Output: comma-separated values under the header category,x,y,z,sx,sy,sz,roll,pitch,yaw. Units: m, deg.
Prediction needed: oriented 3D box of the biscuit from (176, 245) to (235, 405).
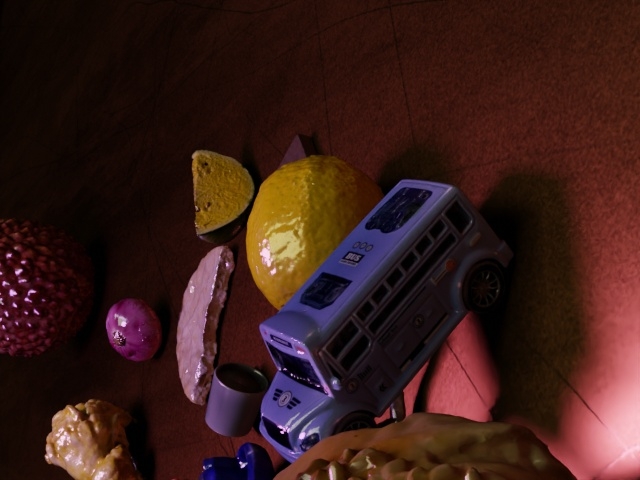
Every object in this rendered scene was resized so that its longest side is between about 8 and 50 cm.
category,x,y,z,sx,sy,sz,roll,pitch,yaw
biscuit,-0.193,0.127,1.598,0.133,0.032,0.250,10,90,61

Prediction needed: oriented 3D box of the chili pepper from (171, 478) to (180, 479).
category,x,y,z,sx,sy,sz,roll,pitch,yaw
chili pepper,-0.198,0.449,1.474,0.071,0.063,0.272,-50,36,23

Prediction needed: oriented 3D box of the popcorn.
category,x,y,z,sx,sy,sz,roll,pitch,yaw
popcorn,-0.391,0.381,1.758,0.195,0.173,0.168,52,169,23

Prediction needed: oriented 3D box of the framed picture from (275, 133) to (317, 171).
category,x,y,z,sx,sy,sz,roll,pitch,yaw
framed picture,-0.031,-0.045,1.373,0.128,0.023,0.168,-58,35,35

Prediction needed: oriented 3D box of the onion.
category,x,y,z,sx,sy,sz,roll,pitch,yaw
onion,-0.327,0.157,1.777,0.115,0.104,0.115,9,112,24

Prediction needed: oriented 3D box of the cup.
category,x,y,z,sx,sy,sz,roll,pitch,yaw
cup,-0.117,0.219,1.399,0.100,0.078,0.077,-59,-12,-68

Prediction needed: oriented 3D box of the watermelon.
category,x,y,z,sx,sy,sz,roll,pitch,yaw
watermelon,-0.138,-0.071,1.514,0.075,0.092,0.181,-41,36,29

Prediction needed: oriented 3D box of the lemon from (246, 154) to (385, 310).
category,x,y,z,sx,sy,sz,roll,pitch,yaw
lemon,0.001,-0.002,1.153,0.180,0.180,0.193,-14,47,59

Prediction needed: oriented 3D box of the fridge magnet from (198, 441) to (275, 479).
category,x,y,z,sx,sy,sz,roll,pitch,yaw
fridge magnet,-0.108,0.381,1.225,0.265,0.112,0.266,-173,90,-80

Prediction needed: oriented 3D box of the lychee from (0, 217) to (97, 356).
category,x,y,z,sx,sy,sz,roll,pitch,yaw
lychee,-0.634,0.093,2.123,0.306,0.330,0.306,-15,58,25

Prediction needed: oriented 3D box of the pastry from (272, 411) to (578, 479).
category,x,y,z,sx,sy,sz,roll,pitch,yaw
pastry,0.078,0.333,0.748,0.409,0.245,0.410,-3,85,40

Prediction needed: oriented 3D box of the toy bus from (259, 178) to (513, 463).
category,x,y,z,sx,sy,sz,roll,pitch,yaw
toy bus,0.045,0.078,0.965,0.292,0.133,0.125,-47,27,-17

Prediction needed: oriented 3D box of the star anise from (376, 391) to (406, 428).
category,x,y,z,sx,sy,sz,roll,pitch,yaw
star anise,0.020,0.290,1.063,0.292,0.109,0.350,-43,30,55
